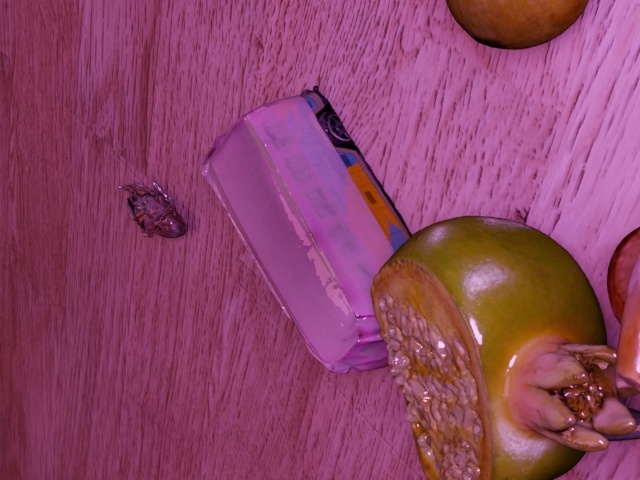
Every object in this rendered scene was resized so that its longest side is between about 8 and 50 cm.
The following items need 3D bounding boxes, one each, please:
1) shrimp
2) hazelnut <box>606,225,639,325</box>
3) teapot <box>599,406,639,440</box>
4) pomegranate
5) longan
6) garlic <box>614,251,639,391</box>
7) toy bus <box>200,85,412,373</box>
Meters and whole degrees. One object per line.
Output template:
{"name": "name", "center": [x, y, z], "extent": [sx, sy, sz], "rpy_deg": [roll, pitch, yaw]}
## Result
{"name": "shrimp", "center": [-0.291, -0.054, 1.773], "extent": [0.190, 0.074, 0.073], "rpy_deg": [43, 167, 45]}
{"name": "hazelnut", "center": [0.350, 0.054, 1.001], "extent": [0.154, 0.143, 0.143], "rpy_deg": [45, 135, 40]}
{"name": "teapot", "center": [0.347, 0.201, 1.129], "extent": [0.110, 0.042, 0.043], "rpy_deg": [-4, 101, 47]}
{"name": "pomegranate", "center": [0.216, 0.123, 1.095], "extent": [0.358, 0.216, 0.310], "rpy_deg": [7, 109, 60]}
{"name": "longan", "center": [0.202, -0.275, 1.042], "extent": [0.154, 0.176, 0.145], "rpy_deg": [23, 167, 19]}
{"name": "garlic", "center": [0.353, 0.002, 0.882], "extent": [0.318, 0.112, 0.143], "rpy_deg": [-56, 45, 7]}
{"name": "toy bus", "center": [0.000, 0.000, 1.367], "extent": [0.386, 0.162, 0.171], "rpy_deg": [59, 139, 15]}
